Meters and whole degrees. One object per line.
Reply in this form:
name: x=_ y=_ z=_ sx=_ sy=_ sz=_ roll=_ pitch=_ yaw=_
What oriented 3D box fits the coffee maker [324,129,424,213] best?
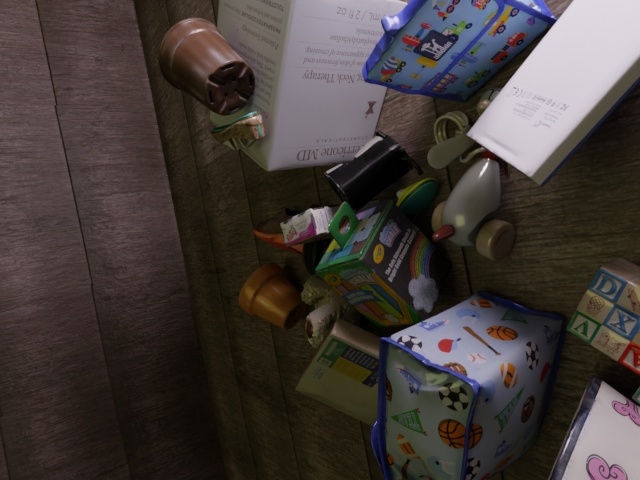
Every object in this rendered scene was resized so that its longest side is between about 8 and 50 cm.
coffee maker: x=0.116 y=-0.160 z=1.020 sx=0.120 sy=0.178 sz=0.171 roll=51 pitch=179 yaw=-23

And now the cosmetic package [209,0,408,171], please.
cosmetic package: x=-0.049 y=-0.430 z=1.071 sx=0.327 sy=0.329 sz=0.394 roll=43 pitch=132 yaw=38

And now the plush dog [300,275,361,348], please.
plush dog: x=0.056 y=0.249 z=1.289 sx=0.262 sy=0.210 sz=0.225 roll=-104 pitch=7 yaw=-56

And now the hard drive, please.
hard drive: x=0.370 y=-0.250 z=0.616 sx=0.319 sy=0.040 sz=0.210 roll=-54 pitch=22 yaw=20

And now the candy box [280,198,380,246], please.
candy box: x=0.032 y=-0.048 z=1.150 sx=0.159 sy=0.233 sz=0.071 roll=-21 pitch=82 yaw=55

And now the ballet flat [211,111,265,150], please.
ballet flat: x=-0.193 y=-0.243 z=0.989 sx=0.206 sy=0.073 sz=0.067 roll=7 pitch=122 yaw=56

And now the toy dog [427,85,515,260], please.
toy dog: x=0.287 y=-0.117 z=0.839 sx=0.220 sy=0.161 sz=0.334 roll=-3 pitch=97 yaw=54

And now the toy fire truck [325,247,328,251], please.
toy fire truck: x=0.094 y=0.049 z=1.227 sx=0.135 sy=0.047 sz=0.192 roll=42 pitch=166 yaw=-5

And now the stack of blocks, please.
stack of blocks: x=0.542 y=0.176 z=0.632 sx=0.297 sy=0.087 sz=0.171 roll=39 pitch=129 yaw=42

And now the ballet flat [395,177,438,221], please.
ballet flat: x=0.204 y=-0.078 z=1.048 sx=0.231 sy=0.077 sz=0.077 roll=113 pitch=149 yaw=-41

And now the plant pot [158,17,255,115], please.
plant pot: x=-0.241 y=-0.370 z=0.941 sx=0.165 sy=0.167 sz=0.167 roll=45 pitch=134 yaw=27

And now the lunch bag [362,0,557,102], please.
lunch bag: x=0.217 y=-0.369 z=0.749 sx=0.221 sy=0.293 sz=0.138 roll=-40 pitch=67 yaw=52

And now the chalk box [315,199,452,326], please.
chalk box: x=0.123 y=0.041 z=0.983 sx=0.289 sy=0.180 sz=0.179 roll=43 pitch=148 yaw=-16

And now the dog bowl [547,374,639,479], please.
dog bowl: x=0.410 y=0.424 z=0.642 sx=0.150 sy=0.408 sz=0.408 roll=22 pitch=118 yaw=36

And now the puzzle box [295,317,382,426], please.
puzzle box: x=0.104 y=0.371 z=1.146 sx=0.272 sy=0.052 sz=0.409 roll=26 pitch=140 yaw=1

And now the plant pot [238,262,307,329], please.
plant pot: x=-0.155 y=0.215 z=1.539 sx=0.188 sy=0.205 sz=0.205 roll=33 pitch=127 yaw=25

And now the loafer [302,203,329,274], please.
loafer: x=0.000 y=0.000 z=1.325 sx=0.080 sy=0.078 sz=0.220 roll=17 pitch=102 yaw=58

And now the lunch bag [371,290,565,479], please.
lunch bag: x=0.278 y=0.333 z=0.837 sx=0.239 sy=0.327 sz=0.385 roll=20 pitch=119 yaw=50

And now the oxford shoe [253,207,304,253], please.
oxford shoe: x=-0.126 y=-0.041 z=1.504 sx=0.363 sy=0.130 sz=0.133 roll=14 pitch=78 yaw=59
